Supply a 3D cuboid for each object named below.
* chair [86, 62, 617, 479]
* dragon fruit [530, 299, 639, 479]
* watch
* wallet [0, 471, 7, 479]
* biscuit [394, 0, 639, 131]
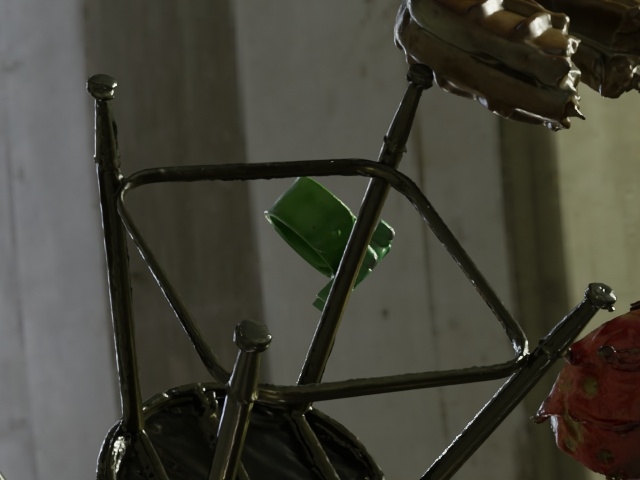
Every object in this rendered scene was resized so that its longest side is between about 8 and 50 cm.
[{"bbox_3d":[-0.029,0.109,1.753,0.364,0.362,0.410,56,-40,41],"label":"chair"},{"bbox_3d":[0.348,0.146,1.878,0.126,0.274,0.161,-94,179,-66],"label":"dragon fruit"},{"bbox_3d":[0.000,0.000,2.384,0.152,0.131,0.165,41,-7,0],"label":"watch"},{"bbox_3d":[-0.463,0.358,2.401,0.317,0.169,0.044,60,-9,-24],"label":"wallet"},{"bbox_3d":[0.221,-0.220,1.993,0.268,0.366,0.115,26,-68,23],"label":"biscuit"}]
